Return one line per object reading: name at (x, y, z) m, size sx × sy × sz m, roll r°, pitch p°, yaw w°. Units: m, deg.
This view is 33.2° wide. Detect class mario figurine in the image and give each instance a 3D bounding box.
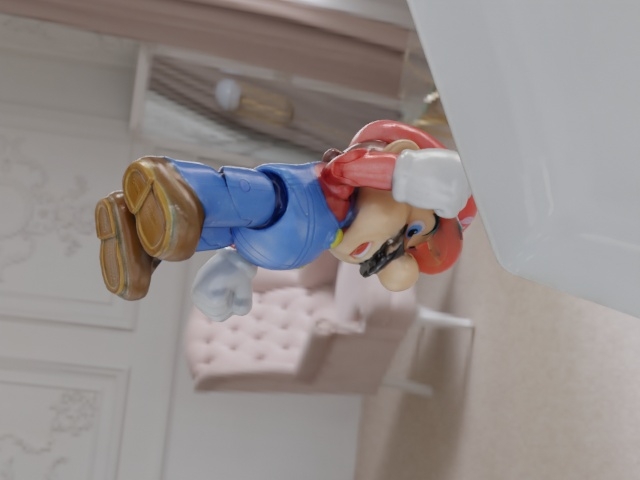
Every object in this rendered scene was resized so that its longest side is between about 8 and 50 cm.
mario figurine at (0.000, 0.000, 0.849) m, size 0.198 × 0.320 × 0.170 m, roll 24°, pitch 116°, yaw 53°

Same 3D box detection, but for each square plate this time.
square plate at (0.206, -0.038, 0.444) m, size 0.049 × 0.344 × 0.347 m, roll -60°, pitch -32°, yaw -20°
